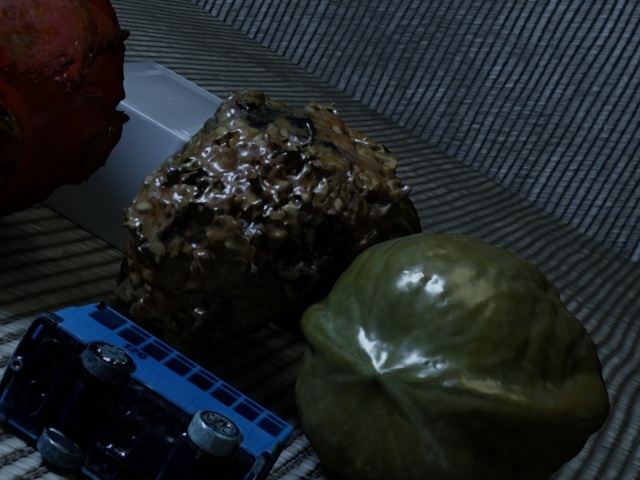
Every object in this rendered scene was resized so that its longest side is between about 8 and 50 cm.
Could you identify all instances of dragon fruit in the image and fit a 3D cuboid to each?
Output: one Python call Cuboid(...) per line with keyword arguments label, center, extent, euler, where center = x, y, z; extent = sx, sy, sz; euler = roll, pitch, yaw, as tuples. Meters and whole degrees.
Cuboid(label="dragon fruit", center=(-0.311, -0.144, 1.050), extent=(0.301, 0.296, 0.295), euler=(-3, 33, -44))

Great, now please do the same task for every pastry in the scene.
Cuboid(label="pastry", center=(-0.062, -0.025, 1.111), extent=(0.193, 0.274, 0.275), euler=(60, 20, 4))

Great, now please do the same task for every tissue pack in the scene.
Cuboid(label="tissue pack", center=(-0.189, -0.097, 1.368), extent=(0.159, 0.136, 0.246), euler=(31, 15, 8))

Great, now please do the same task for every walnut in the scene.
Cuboid(label="walnut", center=(0.110, 0.110, 1.046), extent=(0.282, 0.228, 0.283), euler=(18, 7, -2))

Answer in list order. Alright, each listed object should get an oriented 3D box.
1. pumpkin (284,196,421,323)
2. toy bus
Cuboid(label="pumpkin", center=(0.000, 0.000, 1.340), extent=(0.223, 0.157, 0.224), euler=(11, 28, -6))
Cuboid(label="toy bus", center=(-0.121, 0.123, 0.872), extent=(0.184, 0.090, 0.106), euler=(32, 15, 9))
